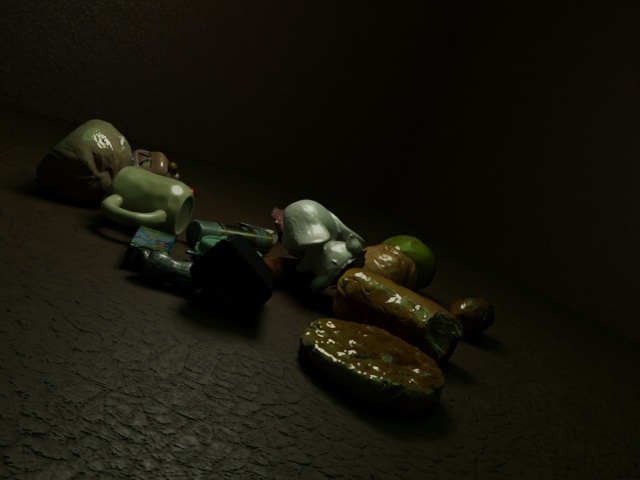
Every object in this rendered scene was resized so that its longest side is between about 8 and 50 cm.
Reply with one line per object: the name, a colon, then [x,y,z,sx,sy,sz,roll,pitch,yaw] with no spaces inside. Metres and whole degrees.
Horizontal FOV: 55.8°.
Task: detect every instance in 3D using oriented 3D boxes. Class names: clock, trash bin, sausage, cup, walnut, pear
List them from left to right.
cup: [-0.482,-0.111,1.687,0.202,0.173,0.255,20,-5,5]
clock: [-0.274,0.039,1.679,0.159,0.066,0.211,25,12,26]
trash bin: [-0.193,0.076,1.404,0.165,0.115,0.225,49,4,-5]
sausage: [-0.105,0.089,1.710,0.102,0.076,0.302,28,13,35]
walnut: [0.197,0.105,1.896,0.195,0.195,0.222,14,20,-30]
pear: [0.296,0.084,2.150,0.269,0.213,0.212,21,8,-34]
walnut: [0.480,0.236,1.922,0.137,0.137,0.245,25,4,24]

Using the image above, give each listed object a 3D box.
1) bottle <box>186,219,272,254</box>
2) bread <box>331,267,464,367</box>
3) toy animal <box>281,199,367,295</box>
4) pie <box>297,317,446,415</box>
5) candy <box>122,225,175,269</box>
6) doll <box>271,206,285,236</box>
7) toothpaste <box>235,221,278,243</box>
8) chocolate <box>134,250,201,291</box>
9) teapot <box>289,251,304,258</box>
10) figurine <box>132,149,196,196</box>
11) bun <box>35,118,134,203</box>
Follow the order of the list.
bottle: [-0.276,-0.007,1.862,0.286,0.082,0.082,10,15,-47]
bread: [0.203,0.191,1.576,0.343,0.149,0.195,25,12,24]
toy animal: [0.003,0.009,1.694,0.289,0.174,0.249,38,19,2]
pie: [0.110,0.258,1.274,0.339,0.083,0.339,17,10,-3]
candy: [-0.419,0.023,1.494,0.097,0.062,0.194,17,11,-12]
doll: [-0.095,-0.038,2.304,0.211,0.093,0.262,15,28,-54]
toothpaste: [-0.232,-0.035,2.213,0.193,0.045,0.071,21,0,40]
chocolate: [-0.342,0.070,1.378,0.166,0.072,0.072,19,11,-15]
teapot: [-0.075,0.032,2.135,0.064,0.064,0.083,16,-23,16]
figurine: [-0.600,-0.246,2.246,0.287,0.186,0.176,33,27,-36]
bun: [-0.681,-0.221,1.810,0.205,0.281,0.281,44,5,-15]
